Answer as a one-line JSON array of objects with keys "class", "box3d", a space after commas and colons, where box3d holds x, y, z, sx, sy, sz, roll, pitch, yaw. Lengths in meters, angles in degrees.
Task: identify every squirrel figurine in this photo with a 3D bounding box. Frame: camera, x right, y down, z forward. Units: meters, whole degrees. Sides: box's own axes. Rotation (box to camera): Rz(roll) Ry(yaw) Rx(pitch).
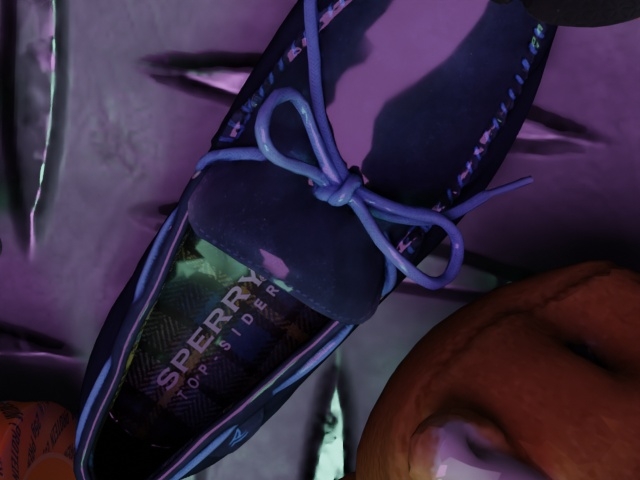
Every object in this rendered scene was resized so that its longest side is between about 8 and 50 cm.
[{"class": "squirrel figurine", "box3d": [0.151, 0.207, 0.636, 0.370, 0.281, 0.397, 35, 75, -4]}]

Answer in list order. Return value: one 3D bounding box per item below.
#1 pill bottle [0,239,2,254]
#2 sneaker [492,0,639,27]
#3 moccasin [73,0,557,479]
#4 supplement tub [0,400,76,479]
[{"class": "pill bottle", "box3d": [-0.216, -0.077, 0.726, 0.118, 0.117, 0.208, -9, 112, 15]}, {"class": "sneaker", "box3d": [0.014, -0.197, 0.618, 0.314, 0.136, 0.116, 26, 139, -7]}, {"class": "moccasin", "box3d": [0.000, 0.000, 0.718, 0.138, 0.117, 0.342, 29, 116, -3]}, {"class": "supplement tub", "box3d": [-0.275, 0.172, 0.810, 0.316, 0.193, 0.193, -8, 113, 14]}]
